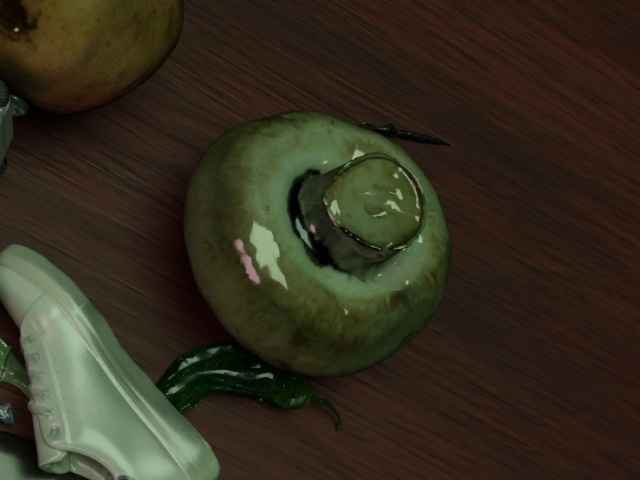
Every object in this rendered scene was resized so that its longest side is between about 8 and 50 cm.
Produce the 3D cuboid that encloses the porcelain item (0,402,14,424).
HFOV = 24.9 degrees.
[{"bbox_3d":[-0.394,0.205,1.658,0.083,0.028,0.036,-6,61,-26],"label":"porcelain item"}]

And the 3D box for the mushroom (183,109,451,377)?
[{"bbox_3d":[0.000,0.000,1.773,0.352,0.260,0.352,12,65,-27],"label":"mushroom"}]

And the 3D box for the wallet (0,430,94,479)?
[{"bbox_3d":[-0.259,0.341,1.673,0.309,0.042,0.165,24,64,-18],"label":"wallet"}]

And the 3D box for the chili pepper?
[{"bbox_3d":[-0.095,0.185,1.790,0.278,0.065,0.122,-1,88,-24],"label":"chili pepper"}]

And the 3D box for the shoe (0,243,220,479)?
[{"bbox_3d":[-0.286,0.179,1.647,0.160,0.132,0.363,-38,83,-26],"label":"shoe"}]

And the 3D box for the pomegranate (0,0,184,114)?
[{"bbox_3d":[-0.316,-0.302,1.697,0.322,0.322,0.322,8,71,-24],"label":"pomegranate"}]

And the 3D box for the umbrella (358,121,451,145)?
[{"bbox_3d":[0.120,-0.149,2.021,0.148,0.022,0.022,5,115,-25],"label":"umbrella"}]

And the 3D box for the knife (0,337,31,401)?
[{"bbox_3d":[-0.361,0.154,1.693,0.293,0.020,0.043,49,57,-4],"label":"knife"}]

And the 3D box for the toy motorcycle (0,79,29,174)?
[{"bbox_3d":[-0.424,-0.147,1.626,0.171,0.260,0.110,21,67,-4],"label":"toy motorcycle"}]
